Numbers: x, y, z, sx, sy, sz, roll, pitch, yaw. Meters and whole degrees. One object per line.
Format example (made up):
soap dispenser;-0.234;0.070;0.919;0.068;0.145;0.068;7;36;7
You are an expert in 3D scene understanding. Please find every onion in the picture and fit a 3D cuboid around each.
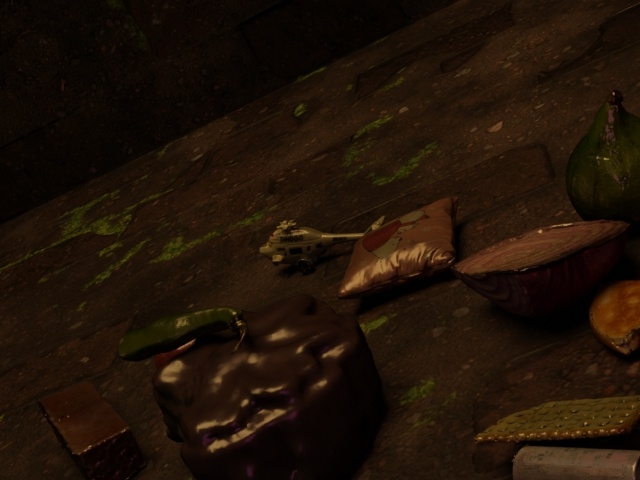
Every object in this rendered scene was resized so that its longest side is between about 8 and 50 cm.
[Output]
onion;0.354;0.049;1.664;0.247;0.111;0.250;-20;6;-15

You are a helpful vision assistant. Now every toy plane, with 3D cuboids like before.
toy plane;0.000;0.000;2.224;0.286;0.108;0.092;-4;31;26

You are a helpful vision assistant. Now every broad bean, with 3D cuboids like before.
broad bean;-0.220;0.147;1.710;0.318;0.056;0.098;-11;26;47

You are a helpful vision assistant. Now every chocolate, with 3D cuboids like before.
chocolate;-0.419;0.350;1.993;0.112;0.112;0.321;-30;20;-19

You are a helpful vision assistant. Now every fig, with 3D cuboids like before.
fig;0.471;-0.140;1.738;0.203;0.235;0.203;-25;27;14

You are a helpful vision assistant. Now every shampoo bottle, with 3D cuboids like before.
shampoo bottle;0.325;0.274;1.260;0.214;0.072;0.072;-7;31;44

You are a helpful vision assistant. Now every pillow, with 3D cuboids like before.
pillow;0.149;0.016;2.007;0.236;0.084;0.223;-21;24;18

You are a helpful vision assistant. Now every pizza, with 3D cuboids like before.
pizza;0.459;0.087;1.533;0.176;0.036;0.184;-26;19;3

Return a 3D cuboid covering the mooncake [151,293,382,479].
mooncake;-0.085;0.244;1.677;0.351;0.212;0.381;-31;23;-19

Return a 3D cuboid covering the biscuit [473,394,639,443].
biscuit;0.312;0.225;1.379;0.203;0.016;0.144;-11;6;35

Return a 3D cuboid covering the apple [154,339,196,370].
apple;-0.230;0.213;2.024;0.153;0.120;0.153;-30;17;10
